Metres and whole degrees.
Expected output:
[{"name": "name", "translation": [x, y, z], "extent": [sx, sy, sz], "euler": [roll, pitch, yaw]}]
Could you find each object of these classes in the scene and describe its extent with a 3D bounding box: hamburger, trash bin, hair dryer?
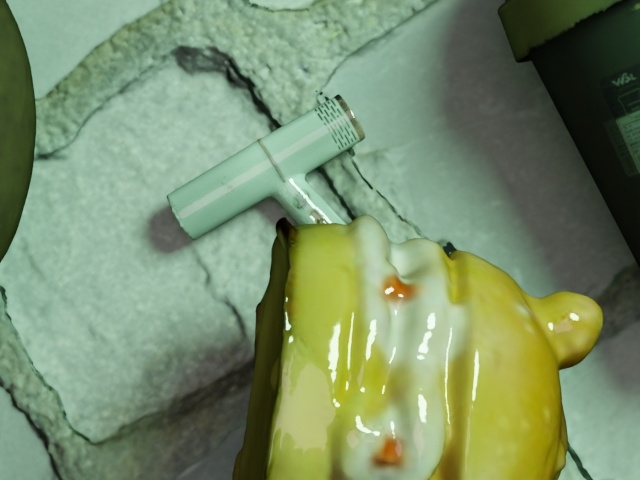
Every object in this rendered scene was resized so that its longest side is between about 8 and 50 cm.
[{"name": "hamburger", "translation": [0.060, 0.129, 1.163], "extent": [0.237, 0.276, 0.276], "euler": [8, 83, -7]}, {"name": "trash bin", "translation": [0.256, -0.129, 1.204], "extent": [0.214, 0.214, 0.333], "euler": [-27, 88, -1]}, {"name": "hair dryer", "translation": [-0.006, 0.006, 1.282], "extent": [0.155, 0.044, 0.183], "euler": [-30, 86, 1]}]

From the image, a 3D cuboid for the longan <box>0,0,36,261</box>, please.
[{"name": "longan", "translation": [-0.343, -0.084, 1.176], "extent": [0.319, 0.319, 0.318], "euler": [0, 83, 2]}]
